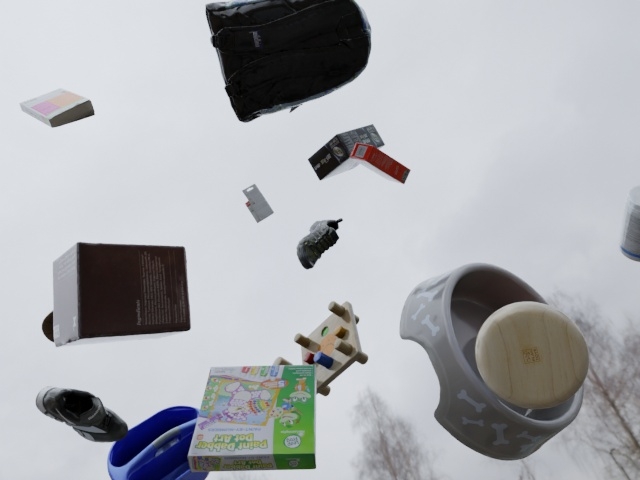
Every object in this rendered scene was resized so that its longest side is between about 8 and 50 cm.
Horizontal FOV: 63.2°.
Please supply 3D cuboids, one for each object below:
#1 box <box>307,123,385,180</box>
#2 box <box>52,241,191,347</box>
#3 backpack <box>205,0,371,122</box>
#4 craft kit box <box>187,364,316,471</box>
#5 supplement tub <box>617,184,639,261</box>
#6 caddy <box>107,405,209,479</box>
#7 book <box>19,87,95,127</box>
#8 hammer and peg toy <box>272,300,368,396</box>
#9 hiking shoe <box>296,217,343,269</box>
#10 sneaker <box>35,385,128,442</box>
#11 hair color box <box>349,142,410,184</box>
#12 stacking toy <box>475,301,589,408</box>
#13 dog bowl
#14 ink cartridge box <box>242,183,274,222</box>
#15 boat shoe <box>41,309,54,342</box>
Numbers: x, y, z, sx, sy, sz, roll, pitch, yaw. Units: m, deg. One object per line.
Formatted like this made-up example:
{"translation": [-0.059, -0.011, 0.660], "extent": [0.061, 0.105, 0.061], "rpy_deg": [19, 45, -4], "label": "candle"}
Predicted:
{"translation": [0.078, -0.262, 1.542], "extent": [0.180, 0.078, 0.147], "rpy_deg": [-26, -5, -45], "label": "box"}
{"translation": [-0.376, 0.104, 0.984], "extent": [0.203, 0.167, 0.168], "rpy_deg": [4, -16, -41], "label": "box"}
{"translation": [-0.051, -0.472, 1.263], "extent": [0.355, 0.273, 0.290], "rpy_deg": [-11, -72, 20], "label": "backpack"}
{"translation": [-0.133, 0.371, 1.111], "extent": [0.249, 0.247, 0.061], "rpy_deg": [-2, -57, 0], "label": "craft kit box"}
{"translation": [0.505, -0.026, 0.803], "extent": [0.071, 0.071, 0.107], "rpy_deg": [-18, -52, -4], "label": "supplement tub"}
{"translation": [-0.472, 0.647, 1.579], "extent": [0.341, 0.241, 0.179], "rpy_deg": [-24, -44, -46], "label": "caddy"}
{"translation": [-0.559, -0.283, 1.100], "extent": [0.096, 0.144, 0.035], "rpy_deg": [-36, -43, -33], "label": "book"}
{"translation": [-0.004, 0.399, 1.742], "extent": [0.127, 0.266, 0.361], "rpy_deg": [34, -67, -25], "label": "hammer and peg toy"}
{"translation": [0.000, 0.000, 1.718], "extent": [0.114, 0.227, 0.086], "rpy_deg": [-21, -58, 37], "label": "hiking shoe"}
{"translation": [-0.534, 0.408, 1.208], "extent": [0.106, 0.078, 0.234], "rpy_deg": [-18, -50, 36], "label": "sneaker"}
{"translation": [0.148, -0.189, 1.281], "extent": [0.141, 0.072, 0.043], "rpy_deg": [23, -88, -36], "label": "hair color box"}
{"translation": [0.323, 0.161, 0.829], "extent": [0.141, 0.141, 0.330], "rpy_deg": [-32, -13, 13], "label": "stacking toy"}
{"translation": [0.310, 0.192, 0.916], "extent": [0.348, 0.349, 0.102], "rpy_deg": [5, -36, -31], "label": "dog bowl"}
{"translation": [-0.208, -0.120, 1.687], "extent": [0.063, 0.115, 0.029], "rpy_deg": [-36, 4, -38], "label": "ink cartridge box"}
{"translation": [-0.548, 0.139, 1.351], "extent": [0.341, 0.110, 0.122], "rpy_deg": [-26, -73, -12], "label": "boat shoe"}
